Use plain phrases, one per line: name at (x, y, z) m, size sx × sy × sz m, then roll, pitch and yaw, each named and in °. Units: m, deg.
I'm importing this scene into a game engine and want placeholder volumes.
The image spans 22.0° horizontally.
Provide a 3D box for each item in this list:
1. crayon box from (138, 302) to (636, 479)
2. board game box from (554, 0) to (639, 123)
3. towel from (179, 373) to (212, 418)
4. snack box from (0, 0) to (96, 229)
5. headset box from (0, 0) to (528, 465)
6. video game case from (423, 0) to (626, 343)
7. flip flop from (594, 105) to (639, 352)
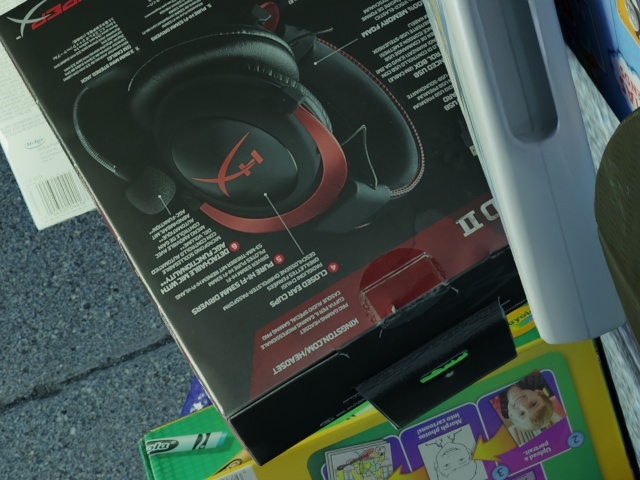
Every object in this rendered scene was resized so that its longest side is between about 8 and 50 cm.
crayon box at (0.049, 0.150, 1.022) m, size 0.081 × 0.278 × 0.165 m, roll -120°, pitch 8°, yaw -63°
board game box at (0.085, -0.123, 0.486) m, size 0.160 × 0.039 × 0.211 m, roll -112°, pitch 2°, yaw -48°
towel at (0.000, 0.000, 1.129) m, size 0.227 × 0.076 × 0.308 m, roll -11°, pitch -60°, yaw -82°
snack box at (-0.103, -0.153, 1.274) m, size 0.060 × 0.322 × 0.187 m, roll -113°, pitch 3°, yaw -77°
headset box at (-0.006, -0.040, 0.878) m, size 0.293 × 0.218 × 0.110 m, roll 56°, pitch 175°, yaw 21°
video game case at (0.038, -0.166, 0.626) m, size 0.329 × 0.036 × 0.300 m, roll -96°, pitch -11°, yaw -62°
flip flop at (0.119, -0.017, 0.326) m, size 0.277 × 0.080 × 0.112 m, roll 97°, pitch 160°, yaw -54°
